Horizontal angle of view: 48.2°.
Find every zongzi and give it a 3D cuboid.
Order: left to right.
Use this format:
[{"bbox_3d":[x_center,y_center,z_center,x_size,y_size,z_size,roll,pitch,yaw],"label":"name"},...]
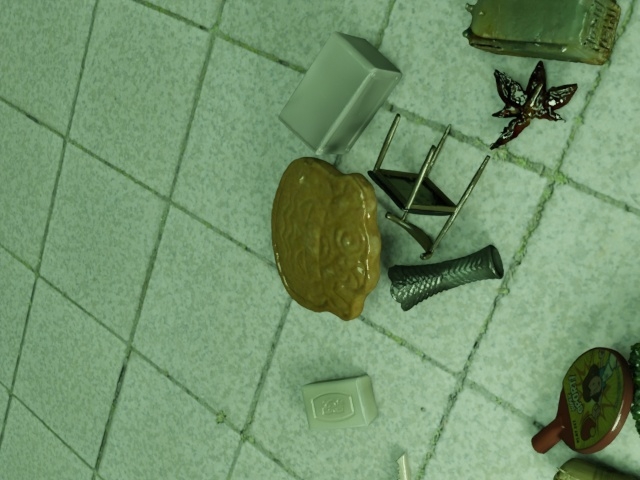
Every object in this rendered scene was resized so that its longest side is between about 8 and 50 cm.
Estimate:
[{"bbox_3d":[0.563,0.552,1.446,0.195,0.099,0.197,18,112,31],"label":"zongzi"}]

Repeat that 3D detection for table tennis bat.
[{"bbox_3d":[0.519,0.338,1.423,0.038,0.200,0.310,17,134,-11],"label":"table tennis bat"}]

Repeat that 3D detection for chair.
[{"bbox_3d":[0.208,-0.108,1.545,0.188,0.166,0.272,54,131,48],"label":"chair"}]

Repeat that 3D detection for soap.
[{"bbox_3d":[0.048,0.408,1.791,0.183,0.064,0.121,-16,84,33],"label":"soap"}]

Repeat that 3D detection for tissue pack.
[{"bbox_3d":[0.046,-0.332,1.654,0.136,0.159,0.246,47,117,19],"label":"tissue pack"}]

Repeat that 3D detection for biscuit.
[{"bbox_3d":[-0.002,0.001,1.711,0.365,0.062,0.385,23,119,44],"label":"biscuit"}]

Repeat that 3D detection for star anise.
[{"bbox_3d":[0.421,-0.292,1.469,0.212,0.053,0.157,-22,85,35],"label":"star anise"}]

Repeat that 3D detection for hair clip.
[{"bbox_3d":[0.190,0.622,1.736,0.072,0.034,0.226,24,106,26],"label":"hair clip"}]

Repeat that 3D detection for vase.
[{"bbox_3d":[0.278,0.076,1.577,0.237,0.115,0.115,-19,85,30],"label":"vase"}]

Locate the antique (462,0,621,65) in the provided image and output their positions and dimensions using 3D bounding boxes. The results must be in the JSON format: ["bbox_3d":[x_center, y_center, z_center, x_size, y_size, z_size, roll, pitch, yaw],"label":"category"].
[{"bbox_3d":[0.423,-0.430,1.417,0.284,0.150,0.125,18,103,40],"label":"antique"}]

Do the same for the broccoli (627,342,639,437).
[{"bbox_3d":[0.691,0.303,1.297,0.246,0.248,0.288,-3,82,-2],"label":"broccoli"}]
